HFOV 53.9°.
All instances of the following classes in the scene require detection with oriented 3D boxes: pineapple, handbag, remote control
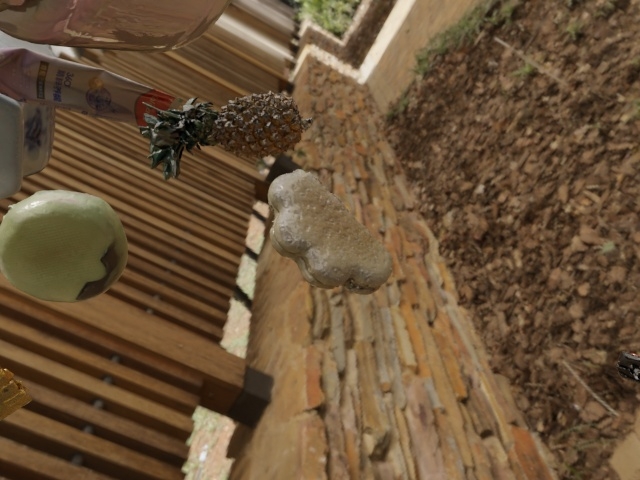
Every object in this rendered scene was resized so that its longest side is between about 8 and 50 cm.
[{"bbox_3d":[-0.115,-0.137,0.805,0.083,0.221,0.103,171,89,-73],"label":"pineapple"},{"bbox_3d":[-0.333,0.151,0.624,0.061,0.027,0.083,-32,-35,-13],"label":"handbag"},{"bbox_3d":[0.774,0.318,1.301,0.144,0.399,0.062,17,85,64],"label":"remote control"}]

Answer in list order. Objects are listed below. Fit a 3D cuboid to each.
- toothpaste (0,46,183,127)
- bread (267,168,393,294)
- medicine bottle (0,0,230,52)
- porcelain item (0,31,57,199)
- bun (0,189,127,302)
[{"bbox_3d":[-0.345,-0.212,0.885,0.048,0.301,0.075,50,123,45],"label":"toothpaste"},{"bbox_3d":[-0.001,0.001,1.391,0.183,0.337,0.102,-44,-3,-35],"label":"bread"},{"bbox_3d":[-0.249,-0.306,0.557,0.325,0.256,0.256,-16,-35,-54],"label":"medicine bottle"},{"bbox_3d":[-0.531,-0.224,1.035,0.405,0.179,0.242,-113,33,-58],"label":"porcelain item"},{"bbox_3d":[-0.569,-0.001,1.410,0.283,0.283,0.179,-58,24,23],"label":"bun"}]
